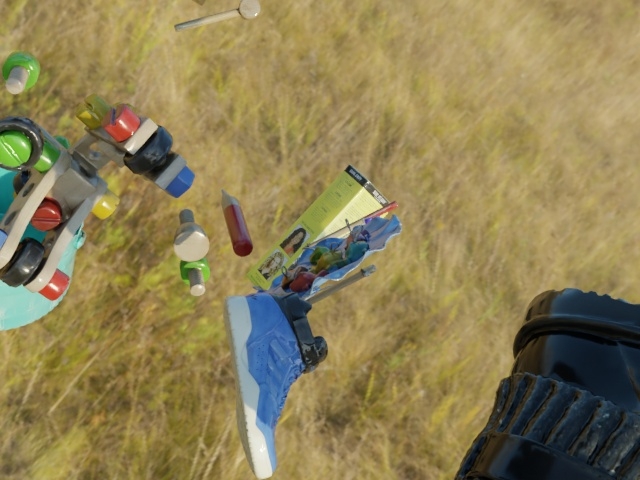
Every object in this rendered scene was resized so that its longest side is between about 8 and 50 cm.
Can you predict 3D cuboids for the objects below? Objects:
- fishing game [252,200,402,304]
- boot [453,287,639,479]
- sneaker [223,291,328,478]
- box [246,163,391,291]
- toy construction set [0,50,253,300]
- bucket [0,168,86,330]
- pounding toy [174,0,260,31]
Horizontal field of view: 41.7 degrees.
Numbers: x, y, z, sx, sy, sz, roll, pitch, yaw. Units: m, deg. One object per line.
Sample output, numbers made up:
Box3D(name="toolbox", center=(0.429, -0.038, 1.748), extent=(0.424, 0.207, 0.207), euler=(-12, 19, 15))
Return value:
Box3D(name="fishing game", center=(0.001, 0.017, 0.908), extent=(0.041, 0.189, 0.264), euler=(59, 21, -10))
Box3D(name="boot", center=(0.249, 0.179, 0.526), extent=(0.260, 0.348, 0.131), euler=(-56, 143, -40))
Box3D(name="sneaker", center=(-0.030, 0.117, 0.704), extent=(0.084, 0.058, 0.152), euler=(-6, 75, -14))
Box3D(name="box", center=(0.000, 0.000, 1.273), extent=(0.058, 0.232, 0.087), euler=(45, 5, 41))
Box3D(name="toy construction set", center=(-0.243, -0.074, 0.995), extent=(0.308, 0.257, 0.237), euler=(19, 24, -22))
Box3D(name="bucket", center=(-0.496, -0.011, 1.275), extent=(0.281, 0.183, 0.281), euler=(10, 49, -11))
Box3D(name="pounding toy", center=(-0.174, -0.396, 1.242), extent=(0.206, 0.181, 0.094), euler=(28, 0, -15))
